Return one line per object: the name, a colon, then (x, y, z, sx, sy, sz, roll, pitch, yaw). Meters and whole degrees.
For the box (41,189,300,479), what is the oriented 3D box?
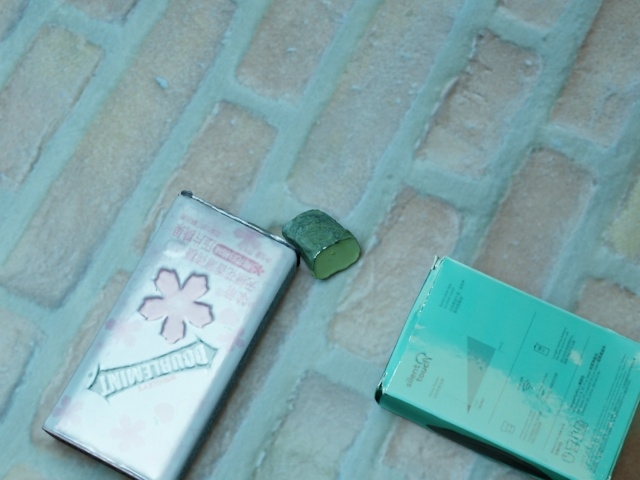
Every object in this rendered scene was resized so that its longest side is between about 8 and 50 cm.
box: (-0.186, 0.128, 1.571, 0.190, 0.112, 0.369, 26, 74, 5)

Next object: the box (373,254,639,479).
box: (0.248, 0.179, 1.562, 0.311, 0.118, 0.205, 24, 71, 5)

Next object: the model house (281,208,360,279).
model house: (0.000, 0.000, 1.647, 0.079, 0.066, 0.083, -29, 51, -20)
